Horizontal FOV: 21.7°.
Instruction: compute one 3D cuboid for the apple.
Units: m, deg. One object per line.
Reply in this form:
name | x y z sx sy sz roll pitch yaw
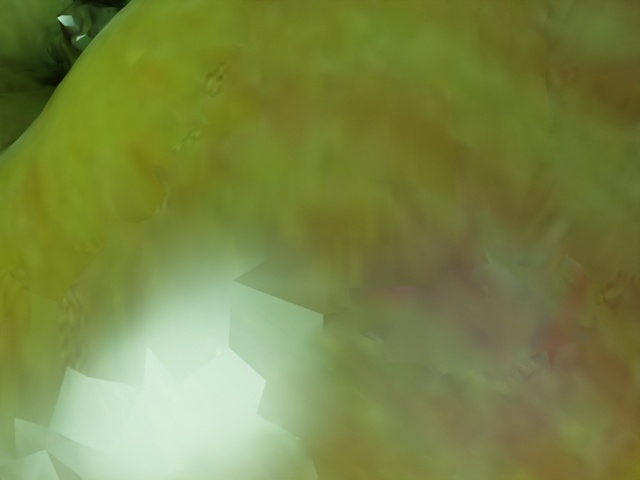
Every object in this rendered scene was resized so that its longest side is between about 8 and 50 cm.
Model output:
apple | 0.000 0.000 0.493 0.391 0.391 0.346 -47 135 4
